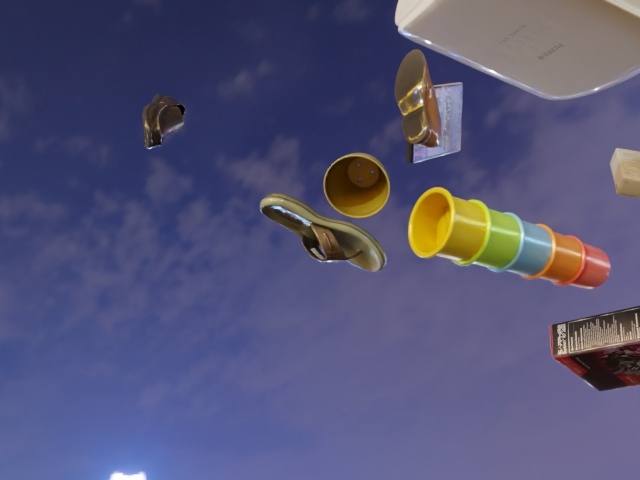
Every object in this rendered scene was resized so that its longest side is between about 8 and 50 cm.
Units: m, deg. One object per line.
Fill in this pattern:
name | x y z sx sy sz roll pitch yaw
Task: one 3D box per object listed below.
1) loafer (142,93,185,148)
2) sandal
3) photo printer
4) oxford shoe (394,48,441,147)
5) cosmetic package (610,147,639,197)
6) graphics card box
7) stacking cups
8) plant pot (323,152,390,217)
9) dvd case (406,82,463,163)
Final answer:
loafer | -0.338 -0.266 1.728 0.078 0.220 0.080 2 -58 -2
sandal | -0.002 0.000 1.722 0.303 0.086 0.120 25 -31 0
photo printer | 0.281 -0.285 0.984 0.308 0.107 0.256 19 -16 -17
oxford shoe | 0.198 -0.275 1.560 0.076 0.212 0.076 -20 -26 41
cosmetic package | 0.619 -0.134 1.580 0.060 0.115 0.041 11 -51 5
graphics card box | 0.718 0.225 1.709 0.371 0.094 0.233 -20 -41 38
stacking cups | 0.277 0.008 1.091 0.316 0.096 0.096 13 -35 -26
plant pot | 0.081 -0.125 1.622 0.134 0.095 0.134 5 -65 11
dvd case | 0.288 -0.298 1.987 0.022 0.180 0.253 11 19 35
